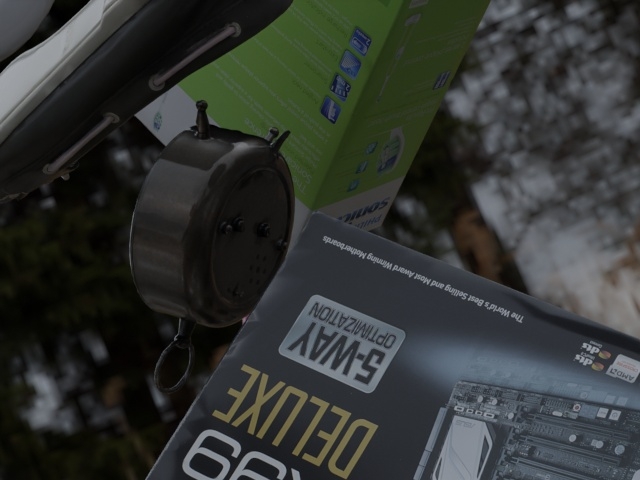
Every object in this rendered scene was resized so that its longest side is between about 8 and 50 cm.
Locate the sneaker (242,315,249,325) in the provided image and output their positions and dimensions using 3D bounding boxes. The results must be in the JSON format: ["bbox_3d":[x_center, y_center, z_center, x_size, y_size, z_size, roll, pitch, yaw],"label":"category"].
[{"bbox_3d":[0.000,0.000,1.747,0.111,0.103,0.252,4,-28,-12],"label":"sneaker"}]

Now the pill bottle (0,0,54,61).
[{"bbox_3d":[-0.218,-0.135,0.840,0.121,0.121,0.216,-14,15,-41],"label":"pill bottle"}]

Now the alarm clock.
[{"bbox_3d":[-0.072,0.011,1.262,0.064,0.192,0.129,19,2,27],"label":"alarm clock"}]

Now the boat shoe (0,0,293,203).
[{"bbox_3d":[-0.151,-0.099,1.295,0.335,0.095,0.112,-38,27,35],"label":"boat shoe"}]

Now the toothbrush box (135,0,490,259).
[{"bbox_3d":[-0.009,-0.160,1.455,0.122,0.206,0.283,-21,-35,-45],"label":"toothbrush box"}]

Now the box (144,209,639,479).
[{"bbox_3d":[0.068,0.145,1.021,0.242,0.307,0.076,-57,-31,-18],"label":"box"}]
